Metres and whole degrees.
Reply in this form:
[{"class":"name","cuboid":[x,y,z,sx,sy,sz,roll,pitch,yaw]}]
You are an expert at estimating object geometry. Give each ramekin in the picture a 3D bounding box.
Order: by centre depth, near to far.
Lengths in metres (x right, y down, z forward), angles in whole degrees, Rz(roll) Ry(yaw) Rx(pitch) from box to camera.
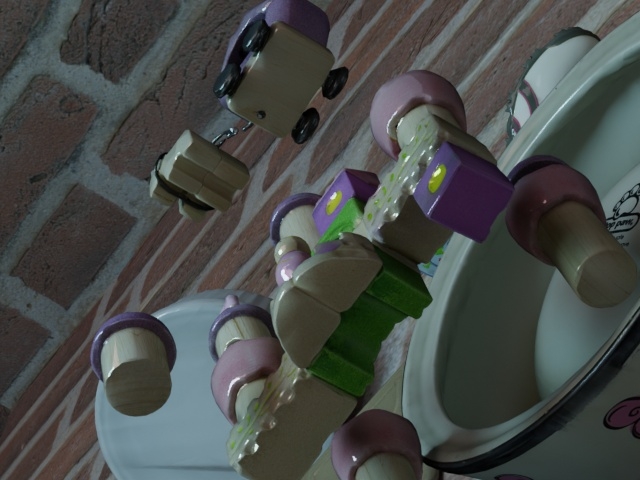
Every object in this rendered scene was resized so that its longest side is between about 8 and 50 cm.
[{"class":"ramekin","cuboid":[-0.106,0.179,1.832,0.273,0.273,0.127,-54,4,18]}]

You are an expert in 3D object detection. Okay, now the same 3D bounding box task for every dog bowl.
[{"class":"dog bowl","cuboid":[0.235,0.021,1.222,0.408,0.150,0.408,-53,15,21]}]

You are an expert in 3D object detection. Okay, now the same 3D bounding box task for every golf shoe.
[{"class":"golf shoe","cuboid":[0.230,-0.076,1.579,0.120,0.105,0.273,7,72,57]}]

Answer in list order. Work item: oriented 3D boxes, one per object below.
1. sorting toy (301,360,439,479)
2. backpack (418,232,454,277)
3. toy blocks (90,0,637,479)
[{"class":"sorting toy","cuboid":[0.038,0.269,1.603,0.229,0.041,0.307,-46,19,26]},{"class":"backpack","cuboid":[0.138,-0.012,1.692,0.114,0.105,0.084,-56,13,31]},{"class":"toy blocks","cuboid":[0.000,0.000,1.122,0.288,0.309,0.260,-55,22,15]}]
